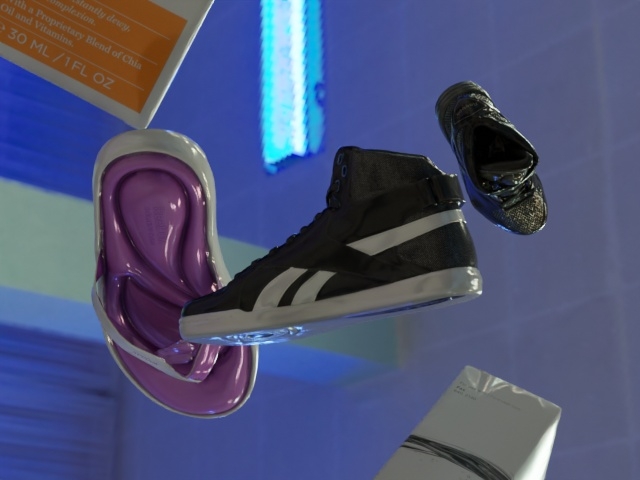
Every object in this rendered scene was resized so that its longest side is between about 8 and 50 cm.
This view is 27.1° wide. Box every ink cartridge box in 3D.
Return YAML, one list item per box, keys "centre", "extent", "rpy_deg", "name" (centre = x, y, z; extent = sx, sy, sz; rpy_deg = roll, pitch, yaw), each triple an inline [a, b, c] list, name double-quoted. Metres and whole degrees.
- centre: [0.080, 0.197, 0.892]
  extent: [0.082, 0.191, 0.139]
  rpy_deg: [23, -51, 23]
  name: "ink cartridge box"

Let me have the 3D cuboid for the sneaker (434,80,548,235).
- centre: [0.214, -0.069, 1.547]
  extent: [0.087, 0.227, 0.130]
  rpy_deg: [-28, -144, 5]
  name: "sneaker"

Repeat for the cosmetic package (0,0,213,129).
- centre: [-0.179, -0.372, 1.409]
  extent: [0.453, 0.230, 0.161]
  rpy_deg: [-59, -169, 25]
  name: "cosmetic package"

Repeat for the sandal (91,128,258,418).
- centre: [-0.169, 0.068, 1.416]
  extent: [0.169, 0.416, 0.102]
  rpy_deg: [-6, -139, 6]
  name: "sandal"

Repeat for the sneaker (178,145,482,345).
- centre: [0.000, 0.000, 0.916]
  extent: [0.217, 0.079, 0.121]
  rpy_deg: [-12, -103, 18]
  name: "sneaker"
